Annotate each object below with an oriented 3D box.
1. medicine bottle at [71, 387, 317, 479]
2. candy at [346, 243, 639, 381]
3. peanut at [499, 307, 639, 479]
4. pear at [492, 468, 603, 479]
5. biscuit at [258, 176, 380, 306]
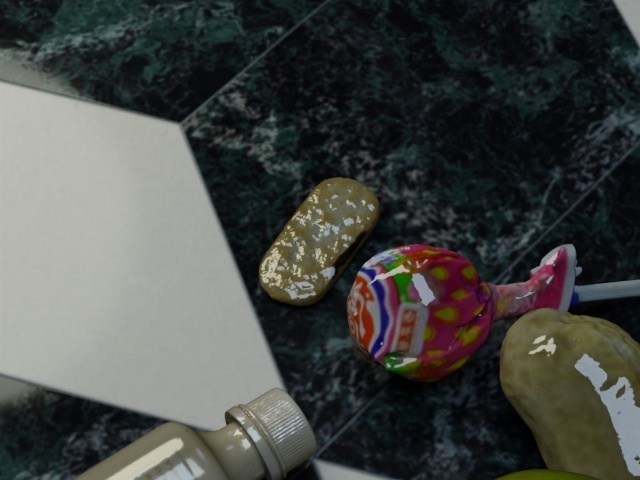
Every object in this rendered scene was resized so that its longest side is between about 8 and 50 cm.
[{"bbox_3d":[-0.121,0.210,1.552,0.252,0.114,0.114,-31,63,-17],"label":"medicine bottle"},{"bbox_3d":[0.202,0.051,1.661,0.365,0.124,0.124,-6,58,-12],"label":"candy"},{"bbox_3d":[0.237,0.151,1.568,0.129,0.129,0.224,-29,72,-15],"label":"peanut"},{"bbox_3d":[0.189,0.284,1.446,0.269,0.212,0.212,10,59,16],"label":"pear"},{"bbox_3d":[0.000,0.000,1.734,0.071,0.018,0.147,27,64,19],"label":"biscuit"}]
